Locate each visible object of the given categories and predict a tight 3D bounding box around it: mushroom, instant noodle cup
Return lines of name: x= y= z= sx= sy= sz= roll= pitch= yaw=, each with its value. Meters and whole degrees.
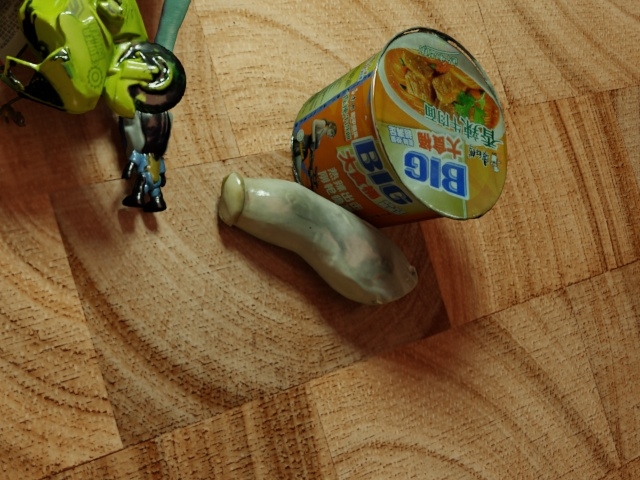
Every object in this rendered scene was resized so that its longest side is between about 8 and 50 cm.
mushroom: x=0.000 y=-0.002 z=1.879 sx=0.351 sy=0.097 sz=0.109 roll=32 pitch=77 yaw=-27
instant noodle cup: x=0.107 y=-0.143 z=1.940 sx=0.296 sy=0.214 sz=0.296 roll=17 pitch=65 yaw=-40

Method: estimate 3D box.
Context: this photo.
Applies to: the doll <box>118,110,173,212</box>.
doll: x=-0.228 y=-0.137 z=1.722 sx=0.096 sy=0.070 sz=0.195 roll=13 pitch=74 yaw=-57

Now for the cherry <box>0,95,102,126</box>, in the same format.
cherry: x=-0.304 y=-0.205 z=1.658 sx=0.107 sy=0.090 sz=0.225 roll=37 pitch=61 yaw=0

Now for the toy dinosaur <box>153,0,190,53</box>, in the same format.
toy dinosaur: x=-0.265 y=-0.418 z=1.763 sx=0.331 sy=0.383 sz=0.129 roll=-61 pitch=156 yaw=5

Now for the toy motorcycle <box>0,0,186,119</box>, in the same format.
toy motorcycle: x=-0.311 y=-0.287 z=1.571 sx=0.206 sy=0.142 sz=0.342 roll=-22 pitch=85 yaw=-34

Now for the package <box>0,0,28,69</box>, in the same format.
package: x=-0.395 y=-0.338 z=1.654 sx=0.166 sy=0.040 sz=0.232 roll=44 pitch=58 yaw=-20
